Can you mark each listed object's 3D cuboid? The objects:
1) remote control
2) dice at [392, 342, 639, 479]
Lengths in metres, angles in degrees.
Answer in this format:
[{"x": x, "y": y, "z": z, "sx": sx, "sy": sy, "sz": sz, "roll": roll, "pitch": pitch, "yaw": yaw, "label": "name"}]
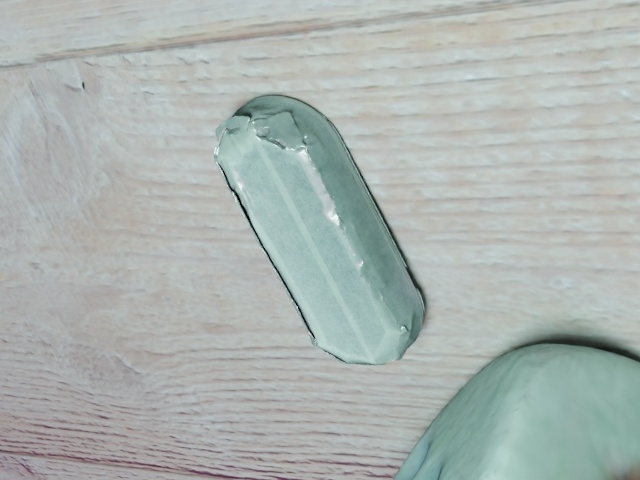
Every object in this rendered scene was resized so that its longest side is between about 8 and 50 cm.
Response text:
[{"x": 0.000, "y": 0.000, "z": 0.849, "sx": 0.104, "sy": 0.052, "sz": 0.247, "roll": -14, "pitch": 116, "yaw": 35, "label": "remote control"}, {"x": 0.184, "y": 0.262, "z": 0.814, "sx": 0.264, "sy": 0.268, "sz": 0.262, "roll": 34, "pitch": 136, "yaw": -2, "label": "dice"}]
